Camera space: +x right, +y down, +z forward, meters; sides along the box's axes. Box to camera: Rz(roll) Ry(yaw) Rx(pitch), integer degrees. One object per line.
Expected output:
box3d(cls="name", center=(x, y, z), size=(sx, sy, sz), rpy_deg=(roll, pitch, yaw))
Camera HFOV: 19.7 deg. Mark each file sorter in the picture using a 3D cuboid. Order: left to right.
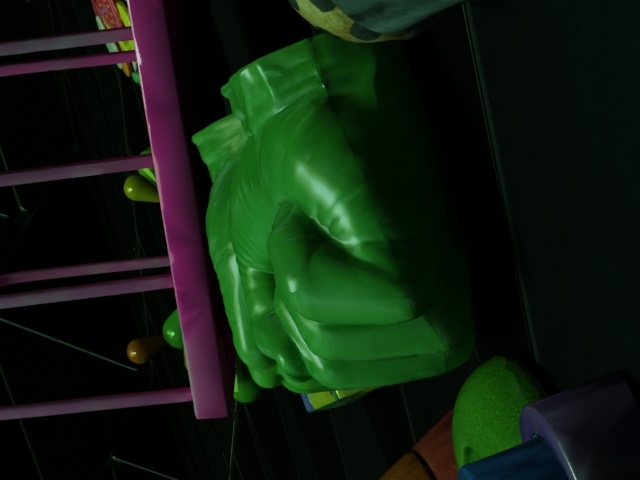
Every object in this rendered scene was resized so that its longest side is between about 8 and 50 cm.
box3d(cls="file sorter", center=(-0.151, -0.069, 1.005), size=(0.202, 0.182, 0.291), rpy_deg=(-90, -7, -67))

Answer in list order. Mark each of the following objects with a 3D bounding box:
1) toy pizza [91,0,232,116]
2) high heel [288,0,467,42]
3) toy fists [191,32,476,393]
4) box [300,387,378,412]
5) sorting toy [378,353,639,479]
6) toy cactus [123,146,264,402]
box3d(cls="toy pizza", center=(-0.116, -0.119, 1.293), size=(0.201, 0.032, 0.201), rpy_deg=(54, 167, 18))
box3d(cls="high heel", center=(-0.021, -0.181, 0.556), size=(0.261, 0.093, 0.186), rpy_deg=(64, 167, -7))
box3d(cls="toy fists", center=(0.000, 0.000, 0.814), size=(0.279, 0.096, 0.142), rpy_deg=(148, 101, -79))
box3d(cls="box", center=(0.002, 0.041, 1.046), size=(0.179, 0.043, 0.105), rpy_deg=(132, 117, -78))
box3d(cls="sorting toy", center=(0.041, 0.130, 0.758), size=(0.365, 0.126, 0.127), rpy_deg=(109, 140, -76))
box3d(cls="toy cactus", center=(-0.095, 0.020, 1.424), size=(0.180, 0.112, 0.219), rpy_deg=(144, 114, -70))
